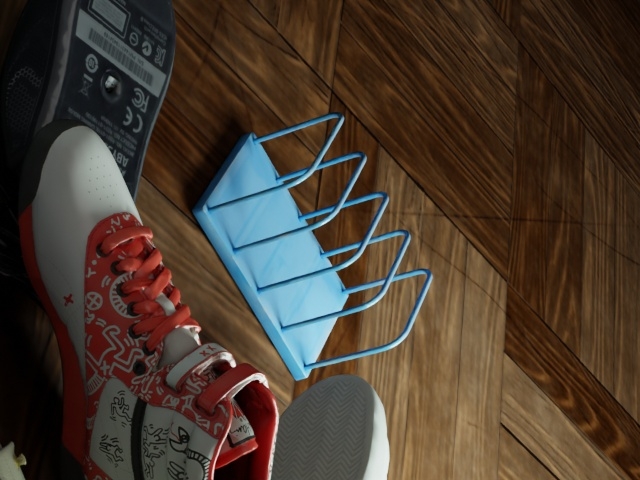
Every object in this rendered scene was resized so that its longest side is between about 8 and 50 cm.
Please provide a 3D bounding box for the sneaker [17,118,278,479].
[{"bbox_3d":[-0.100,0.056,1.098,0.090,0.145,0.270,-19,106,-53],"label":"sneaker"}]

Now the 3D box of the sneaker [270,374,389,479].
[{"bbox_3d":[0.018,0.261,1.306,0.169,0.108,0.292,43,51,-44],"label":"sneaker"}]

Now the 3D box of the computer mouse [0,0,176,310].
[{"bbox_3d":[-0.178,-0.082,1.185,0.188,0.072,0.272,42,54,-45],"label":"computer mouse"}]

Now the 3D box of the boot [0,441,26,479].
[{"bbox_3d":[-0.165,0.192,1.050,0.213,0.077,0.165,-26,96,-57],"label":"boot"}]

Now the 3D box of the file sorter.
[{"bbox_3d":[0.000,0.000,1.397,0.170,0.104,0.118,59,32,-22],"label":"file sorter"}]
